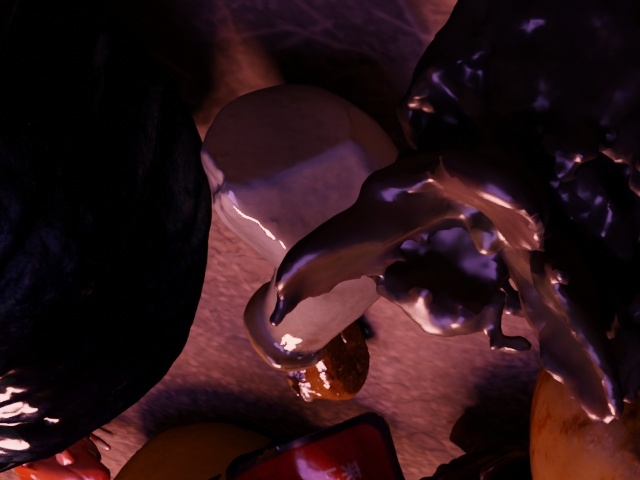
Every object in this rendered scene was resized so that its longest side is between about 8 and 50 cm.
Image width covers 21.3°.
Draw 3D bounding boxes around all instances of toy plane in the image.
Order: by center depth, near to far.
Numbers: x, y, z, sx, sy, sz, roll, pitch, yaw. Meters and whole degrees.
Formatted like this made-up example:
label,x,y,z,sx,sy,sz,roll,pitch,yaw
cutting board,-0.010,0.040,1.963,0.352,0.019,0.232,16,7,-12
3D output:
label,x,y,z,sx,sy,sz,roll,pitch,yaw
toy plane,-0.262,0.174,1.487,0.194,0.077,0.126,24,142,15

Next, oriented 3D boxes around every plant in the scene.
label,x,y,z,sx,sy,sz,roll,pitch,yaw
plant,0.120,-0.042,0.759,0.204,0.234,0.178,23,144,10

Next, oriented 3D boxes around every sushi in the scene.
label,x,y,z,sx,sy,sz,roll,pitch,yaw
sushi,-0.004,0.073,1.180,0.060,0.061,0.118,10,128,35

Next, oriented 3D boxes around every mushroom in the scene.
label,x,y,z,sx,sy,sz,roll,pitch,yaw
mushroom,0.000,0.000,1.013,0.118,0.103,0.270,-17,152,-3

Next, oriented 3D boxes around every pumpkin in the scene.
label,x,y,z,sx,sy,sz,roll,pitch,yaw
pumpkin,-0.240,-0.019,0.983,0.363,0.266,0.363,12,146,8

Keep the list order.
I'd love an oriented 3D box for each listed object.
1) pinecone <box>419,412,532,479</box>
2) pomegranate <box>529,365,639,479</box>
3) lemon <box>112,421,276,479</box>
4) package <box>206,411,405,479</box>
label,x,y,z,sx,sy,sz,roll,pitch,yaw
pinecone,0.157,0.261,1.172,0.244,0.309,0.244,-7,148,-4
pomegranate,0.234,0.125,0.944,0.248,0.248,0.248,16,149,10
lemon,-0.085,0.286,1.400,0.240,0.219,0.240,20,151,12
package,-0.048,0.256,1.264,0.071,0.269,0.194,19,127,64
